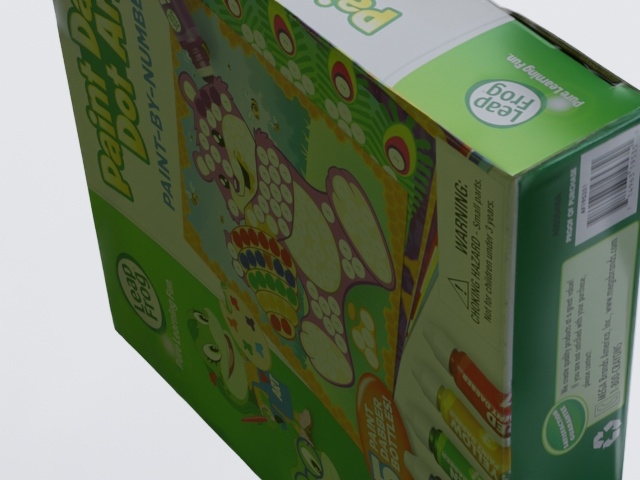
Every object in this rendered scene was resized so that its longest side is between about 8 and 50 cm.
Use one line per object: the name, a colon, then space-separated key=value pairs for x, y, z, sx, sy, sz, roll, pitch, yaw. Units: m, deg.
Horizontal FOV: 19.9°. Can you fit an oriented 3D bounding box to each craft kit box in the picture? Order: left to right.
craft kit box: x=0.000 y=0.000 z=0.605 sx=0.246 sy=0.061 sz=0.250 roll=44 pitch=-29 yaw=39
